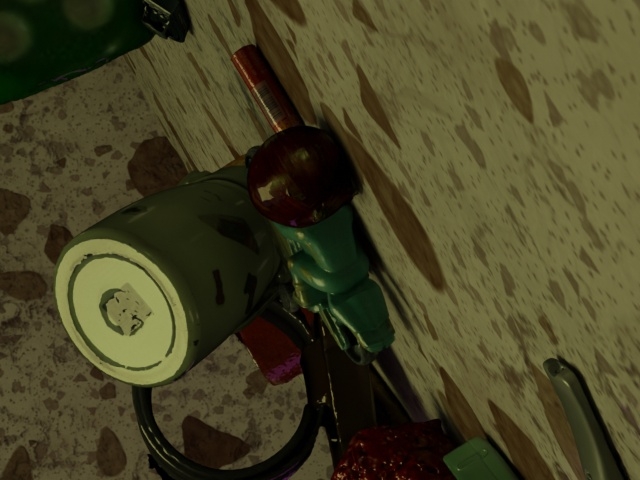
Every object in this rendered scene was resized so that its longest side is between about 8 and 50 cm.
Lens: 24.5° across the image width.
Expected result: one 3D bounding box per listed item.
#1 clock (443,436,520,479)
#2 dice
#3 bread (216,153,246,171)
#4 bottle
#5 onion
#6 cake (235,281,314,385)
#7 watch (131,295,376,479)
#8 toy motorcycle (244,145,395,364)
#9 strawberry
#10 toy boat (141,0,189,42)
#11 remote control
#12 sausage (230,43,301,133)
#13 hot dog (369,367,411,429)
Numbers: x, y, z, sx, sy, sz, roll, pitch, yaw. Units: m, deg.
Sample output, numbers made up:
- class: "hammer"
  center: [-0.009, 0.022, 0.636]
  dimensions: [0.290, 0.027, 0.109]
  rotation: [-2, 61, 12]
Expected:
- class: "clock"
  center: [0.207, 0.316, 1.614]
  dimensions: [0.148, 0.060, 0.188]
  rotation: [51, 169, 51]
- class: "dice"
  center: [-0.419, -0.377, 2.154]
  dimensions: [0.297, 0.287, 0.300]
  rotation: [-133, 24, -78]
- class: "bread"
  center: [-0.103, -0.055, 2.232]
  dimensions: [0.122, 0.073, 0.149]
  rotation: [63, 173, -34]
- class: "bottle"
  center: [-0.158, 0.024, 1.849]
  dimensions: [0.229, 0.229, 0.352]
  rotation: [61, -145, -8]
- class: "onion"
  center: [-0.023, -0.063, 1.542]
  dimensions: [0.118, 0.119, 0.117]
  rotation: [55, 167, 34]
- class: "cake"
  center: [-0.082, 0.096, 2.421]
  dimensions: [0.283, 0.151, 0.177]
  rotation: [58, -176, 15]
- class: "watch"
  center: [-0.093, 0.229, 2.027]
  dimensions: [0.314, 0.327, 0.335]
  rotation: [102, 159, -76]
- class: "toy motorcycle"
  center: [0.001, 0.002, 1.699]
  dimensions: [0.296, 0.109, 0.198]
  rotation: [62, 164, 8]
- class: "strawberry"
  center: [0.117, 0.320, 1.830]
  dimensions: [0.201, 0.184, 0.187]
  rotation: [35, 159, 51]
- class: "toy boat"
  center: [-0.217, -0.313, 2.092]
  dimensions: [0.055, 0.060, 0.141]
  rotation: [34, 172, 11]
- class: "remote control"
  center: [0.214, 0.175, 1.145]
  dimensions: [0.184, 0.027, 0.050]
  rotation: [64, 172, -19]
- class: "sausage"
  center: [-0.056, -0.160, 1.664]
  dimensions: [0.129, 0.034, 0.034]
  rotation: [58, 173, 10]
- class: "hot dog"
  center: [0.065, 0.244, 2.219]
  dimensions: [0.242, 0.084, 0.073]
  rotation: [52, 165, 50]
